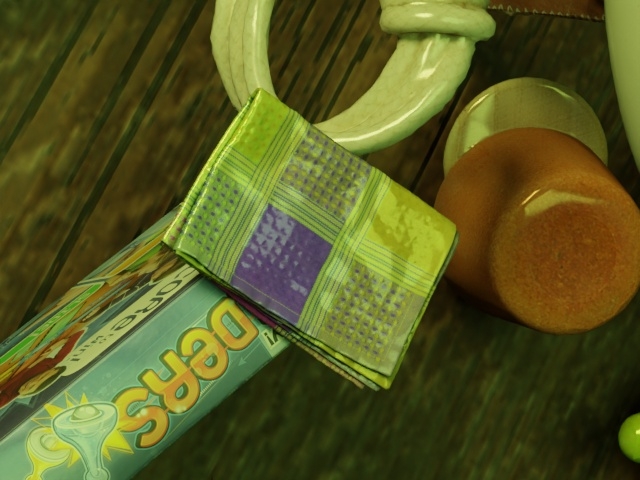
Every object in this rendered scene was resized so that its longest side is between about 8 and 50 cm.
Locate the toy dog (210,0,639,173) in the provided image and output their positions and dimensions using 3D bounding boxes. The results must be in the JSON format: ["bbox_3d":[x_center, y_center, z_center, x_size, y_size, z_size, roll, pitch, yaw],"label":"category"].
[{"bbox_3d":[0.089,-0.166,0.700,0.220,0.161,0.334,2,83,10],"label":"toy dog"}]

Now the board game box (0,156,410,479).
[{"bbox_3d":[-0.080,0.050,0.628,0.201,0.136,0.035,-39,103,-22],"label":"board game box"}]

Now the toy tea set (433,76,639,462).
[{"bbox_3d":[0.193,0.037,0.789,0.336,0.124,0.200,43,91,-17],"label":"toy tea set"}]

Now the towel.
[{"bbox_3d":[0.000,0.000,0.589,0.083,0.009,0.060,36,73,-19],"label":"towel"}]
